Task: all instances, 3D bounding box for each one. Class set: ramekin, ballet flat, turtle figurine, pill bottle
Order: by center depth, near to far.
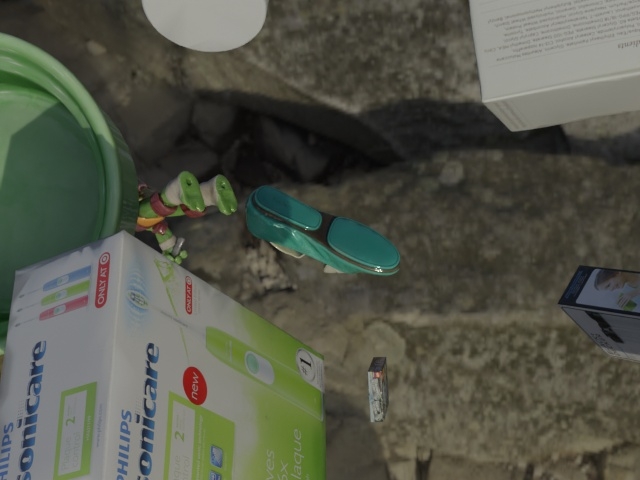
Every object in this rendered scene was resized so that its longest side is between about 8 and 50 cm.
[{"bbox_3d":[-0.062,-0.211,0.705,0.103,0.103,0.184,-1,54,8],"label":"pill bottle"},{"bbox_3d":[-0.323,-0.040,1.078,0.303,0.148,0.303,0,88,5],"label":"ramekin"},{"bbox_3d":[0.000,0.000,1.670,0.247,0.087,0.083,25,48,0],"label":"ballet flat"},{"bbox_3d":[-0.279,-0.001,1.905,0.266,0.198,0.275,-23,43,32],"label":"turtle figurine"}]

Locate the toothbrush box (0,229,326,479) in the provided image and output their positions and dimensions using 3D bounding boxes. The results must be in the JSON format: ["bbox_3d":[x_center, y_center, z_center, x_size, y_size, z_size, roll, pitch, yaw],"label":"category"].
[{"bbox_3d":[-0.117,0.152,0.902,0.122,0.283,0.206,-20,54,28],"label":"toothbrush box"}]

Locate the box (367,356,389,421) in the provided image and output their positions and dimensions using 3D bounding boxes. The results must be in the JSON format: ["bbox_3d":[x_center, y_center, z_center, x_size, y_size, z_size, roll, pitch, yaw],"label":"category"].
[{"bbox_3d":[0.108,0.274,2.064,0.027,0.137,0.094,-4,95,8],"label":"box"}]

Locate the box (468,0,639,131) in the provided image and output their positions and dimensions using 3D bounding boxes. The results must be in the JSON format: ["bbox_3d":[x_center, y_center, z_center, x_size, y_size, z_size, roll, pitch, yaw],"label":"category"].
[{"bbox_3d":[0.253,-0.191,1.097,0.182,0.181,0.119,-9,83,17],"label":"box"}]

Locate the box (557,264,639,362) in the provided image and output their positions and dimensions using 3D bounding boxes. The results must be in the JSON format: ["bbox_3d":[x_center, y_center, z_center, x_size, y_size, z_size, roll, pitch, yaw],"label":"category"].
[{"bbox_3d":[0.549,0.131,1.808,0.290,0.169,0.087,8,61,57],"label":"box"}]
